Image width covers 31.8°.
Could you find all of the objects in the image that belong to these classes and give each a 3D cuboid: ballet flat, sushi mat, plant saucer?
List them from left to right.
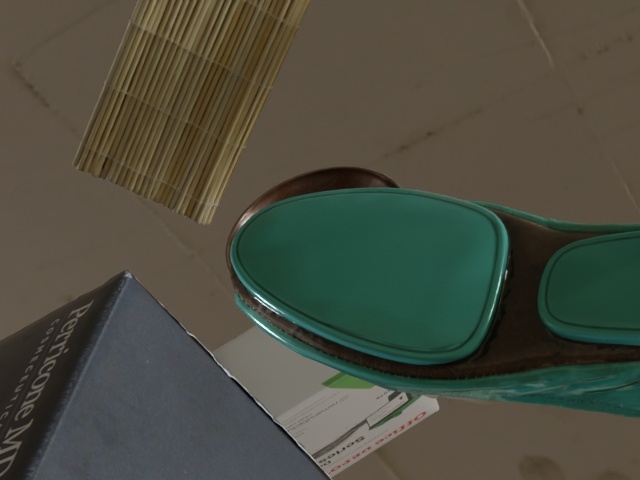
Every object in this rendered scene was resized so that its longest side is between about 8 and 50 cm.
[{"bbox_3d":[-0.113,-0.180,1.083,0.151,0.019,0.316,23,-74,-10],"label":"sushi mat"},{"bbox_3d":[0.000,0.000,1.167,0.199,0.198,0.036,-13,-49,11],"label":"plant saucer"},{"bbox_3d":[0.080,0.033,0.418,0.247,0.083,0.087,3,-36,30],"label":"ballet flat"}]

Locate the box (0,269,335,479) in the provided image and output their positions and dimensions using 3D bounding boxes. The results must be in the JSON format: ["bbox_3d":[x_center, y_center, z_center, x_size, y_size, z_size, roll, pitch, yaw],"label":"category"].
[{"bbox_3d":[-0.263,0.345,0.728,0.472,0.480,0.297,-26,-62,26],"label":"box"}]

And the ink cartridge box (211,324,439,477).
[{"bbox_3d":[0.013,0.133,1.052,0.160,0.092,0.219,-32,-28,-1],"label":"ink cartridge box"}]
